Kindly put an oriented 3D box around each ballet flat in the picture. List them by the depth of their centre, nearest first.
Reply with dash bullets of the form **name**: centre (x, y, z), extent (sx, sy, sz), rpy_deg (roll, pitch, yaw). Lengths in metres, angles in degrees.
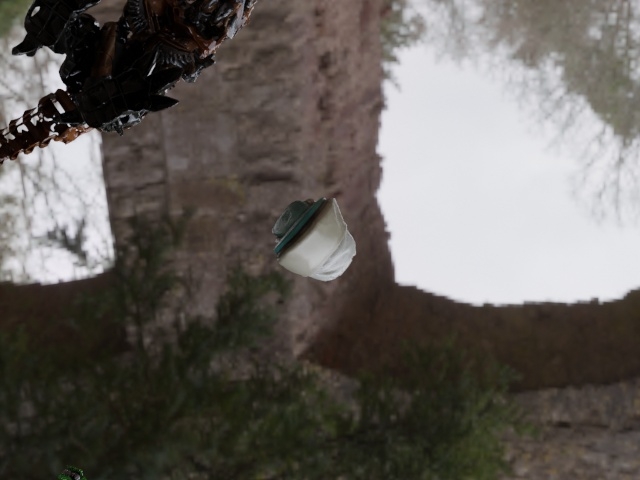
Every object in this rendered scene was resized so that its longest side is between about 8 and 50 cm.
- **ballet flat**: centre (0.000, 0.000, 1.138), extent (0.086, 0.086, 0.248), rpy_deg (-4, -173, -2)

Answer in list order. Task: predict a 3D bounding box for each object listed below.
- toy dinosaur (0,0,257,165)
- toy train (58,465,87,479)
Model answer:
- **toy dinosaur**: centre (-0.201, -0.160, 1.094), extent (0.164, 0.322, 0.218), rpy_deg (34, 176, 0)
- **toy train**: centre (-0.262, 0.254, 1.177), extent (0.017, 0.023, 0.083), rpy_deg (-39, -173, -22)
